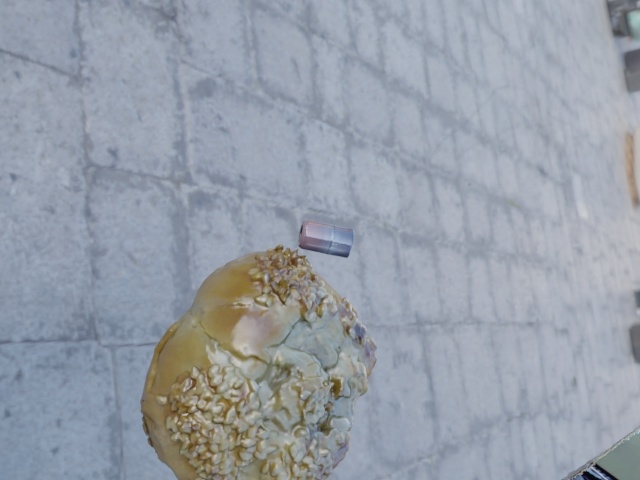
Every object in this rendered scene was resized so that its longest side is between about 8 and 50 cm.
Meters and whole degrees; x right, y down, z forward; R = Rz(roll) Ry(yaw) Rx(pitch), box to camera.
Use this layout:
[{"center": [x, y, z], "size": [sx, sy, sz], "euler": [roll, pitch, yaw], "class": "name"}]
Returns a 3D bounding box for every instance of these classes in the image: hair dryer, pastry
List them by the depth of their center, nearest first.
[{"center": [-0.058, 0.157, 0.969], "size": [0.255, 0.162, 0.311], "euler": [39, 59, -20], "class": "pastry"}, {"center": [0.000, 0.000, 1.046], "size": [0.114, 0.063, 0.037], "euler": [160, -59, -80], "class": "hair dryer"}]

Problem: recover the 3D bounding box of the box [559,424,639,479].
[{"center": [0.170, 0.188, 0.351], "size": [0.310, 0.198, 0.084], "euler": [-3, 116, -51], "class": "box"}]
